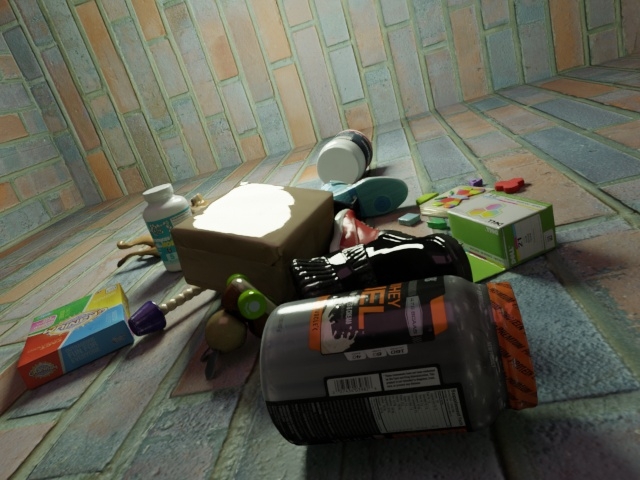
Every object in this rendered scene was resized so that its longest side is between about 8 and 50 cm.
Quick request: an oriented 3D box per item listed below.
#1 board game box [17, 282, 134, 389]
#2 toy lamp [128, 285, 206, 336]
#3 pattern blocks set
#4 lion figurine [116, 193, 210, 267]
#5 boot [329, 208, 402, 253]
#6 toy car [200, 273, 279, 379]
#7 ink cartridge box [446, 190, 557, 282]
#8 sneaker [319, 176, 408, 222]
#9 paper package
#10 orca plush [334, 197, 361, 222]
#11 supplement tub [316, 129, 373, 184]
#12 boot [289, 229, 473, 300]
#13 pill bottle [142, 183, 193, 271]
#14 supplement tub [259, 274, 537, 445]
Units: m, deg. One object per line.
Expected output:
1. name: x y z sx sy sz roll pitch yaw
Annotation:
1. board game box: -0.615 0.227 1.204 0.242 0.064 0.316 -25 21 -19
2. toy lamp: -0.348 0.147 1.177 0.080 0.080 0.274 4 28 45
3. pattern blocks set: 0.389 -0.112 1.324 0.324 0.026 0.285 -33 25 -36
4. lion figurine: -0.567 -0.023 1.776 0.240 0.142 0.392 1 40 25
5. boot: 0.125 -0.018 1.215 0.176 0.089 0.244 -12 28 13
6. toy car: -0.164 0.181 0.919 0.188 0.149 0.155 -51 22 -6
7. ink cartridge box: 0.326 -0.005 0.986 0.255 0.097 0.189 -21 20 -13
8. sneaker: 0.116 -0.151 1.510 0.318 0.127 0.208 -14 21 8
9. paper package: -0.152 -0.008 1.187 0.309 0.168 0.325 10 31 22
10. orca plush: -0.022 -0.053 1.370 0.286 0.151 0.102 5 31 -5
11. supplement tub: 0.100 -0.330 1.899 0.191 0.191 0.272 -9 22 21
12. boot: 0.097 0.078 0.896 0.260 0.131 0.348 -16 8 -17
13. pill bottle: -0.476 -0.044 1.512 0.146 0.264 0.146 -16 19 6
14. supplement tub: 0.097 0.154 0.612 0.315 0.194 0.194 -11 21 15
